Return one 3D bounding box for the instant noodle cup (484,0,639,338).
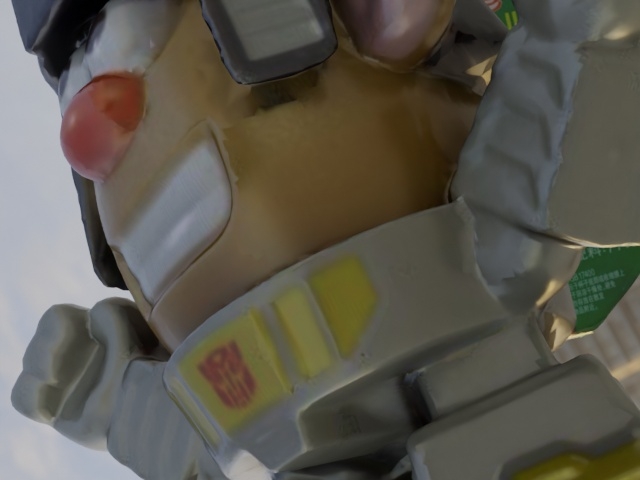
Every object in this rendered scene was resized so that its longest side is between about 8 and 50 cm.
[{"bbox_3d":[0.057,-0.031,0.891,0.207,0.207,0.232,58,162,-5],"label":"instant noodle cup"}]

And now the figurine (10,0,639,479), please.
[{"bbox_3d":[-0.001,0.002,0.470,0.143,0.308,0.308,18,-135,-56],"label":"figurine"}]
